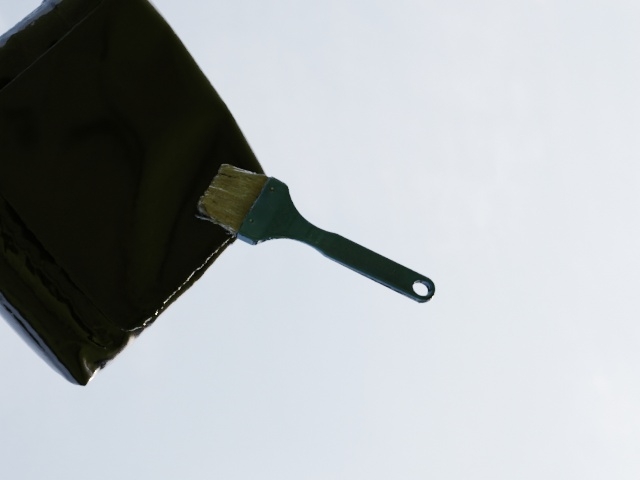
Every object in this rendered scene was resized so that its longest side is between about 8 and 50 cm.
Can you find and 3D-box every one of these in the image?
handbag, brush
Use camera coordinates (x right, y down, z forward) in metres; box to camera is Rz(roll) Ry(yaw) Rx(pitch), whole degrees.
[{"bbox_3d":[-0.168,-0.048,1.136,0.223,0.080,0.247,-45,-54,-16],"label":"handbag"},{"bbox_3d":[0.000,0.000,1.039,0.164,0.014,0.051,26,-121,4],"label":"brush"}]
